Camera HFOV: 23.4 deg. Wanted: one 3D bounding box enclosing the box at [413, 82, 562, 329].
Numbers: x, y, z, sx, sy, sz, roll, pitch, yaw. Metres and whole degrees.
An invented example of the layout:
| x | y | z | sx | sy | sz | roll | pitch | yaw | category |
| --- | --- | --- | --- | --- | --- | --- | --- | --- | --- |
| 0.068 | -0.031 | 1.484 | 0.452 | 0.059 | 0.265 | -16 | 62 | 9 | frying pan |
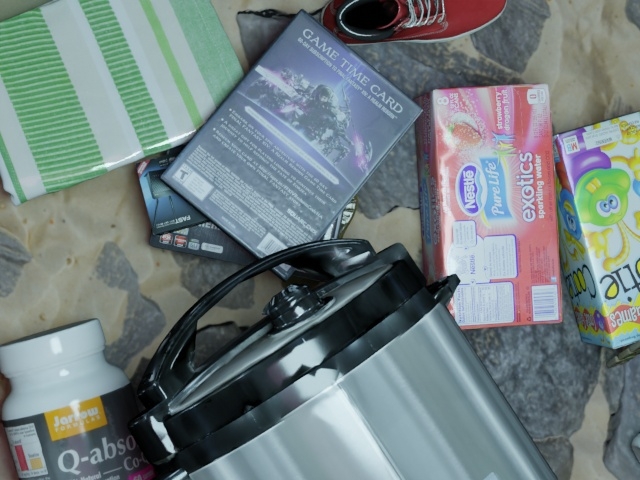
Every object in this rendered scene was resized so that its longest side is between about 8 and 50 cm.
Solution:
| x | y | z | sx | sy | sz | roll | pitch | yaw | category |
| --- | --- | --- | --- | --- | --- | --- | --- | --- | --- |
| 0.207 | -0.041 | 1.956 | 0.154 | 0.142 | 0.300 | -4 | 91 | -8 | box |

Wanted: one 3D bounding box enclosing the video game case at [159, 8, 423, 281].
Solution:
| x | y | z | sx | sy | sz | roll | pitch | yaw | category |
| --- | --- | --- | --- | --- | --- | --- | --- | --- | --- |
| -0.033 | -0.117 | 1.874 | 0.196 | 0.026 | 0.274 | 39 | 78 | -3 | video game case |

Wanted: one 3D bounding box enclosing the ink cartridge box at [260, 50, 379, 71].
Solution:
| x | y | z | sx | sy | sz | roll | pitch | yaw | category |
| --- | --- | --- | --- | --- | --- | --- | --- | --- | --- |
| -0.012 | -0.193 | 1.952 | 0.143 | 0.092 | 0.090 | 19 | 88 | -6 | ink cartridge box |

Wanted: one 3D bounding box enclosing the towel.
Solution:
| x | y | z | sx | sy | sz | roll | pitch | yaw | category |
| --- | --- | --- | --- | --- | --- | --- | --- | --- | --- |
| -0.270 | -0.204 | 1.914 | 0.324 | 0.038 | 0.248 | -22 | 76 | -8 | towel |

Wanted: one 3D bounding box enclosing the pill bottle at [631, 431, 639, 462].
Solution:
| x | y | z | sx | sy | sz | roll | pitch | yaw | category |
| --- | --- | --- | --- | --- | --- | --- | --- | --- | --- |
| 0.518 | 0.242 | 2.013 | 0.208 | 0.117 | 0.118 | -38 | 95 | -6 | pill bottle |

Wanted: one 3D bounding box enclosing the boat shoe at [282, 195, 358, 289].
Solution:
| x | y | z | sx | sy | sz | roll | pitch | yaw | category |
| --- | --- | --- | --- | --- | --- | --- | --- | --- | --- |
| -0.001 | -0.001 | 1.983 | 0.056 | 0.048 | 0.153 | 26 | 93 | -8 | boat shoe |

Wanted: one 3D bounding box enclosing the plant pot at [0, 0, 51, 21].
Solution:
| x | y | z | sx | sy | sz | roll | pitch | yaw | category |
| --- | --- | --- | --- | --- | --- | --- | --- | --- | --- |
| -0.395 | -0.365 | 1.839 | 0.274 | 0.256 | 0.256 | -35 | 95 | 10 | plant pot |

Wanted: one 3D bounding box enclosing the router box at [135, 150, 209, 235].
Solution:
| x | y | z | sx | sy | sz | roll | pitch | yaw | category |
| --- | --- | --- | --- | --- | --- | --- | --- | --- | --- |
| -0.157 | -0.065 | 1.895 | 0.122 | 0.038 | 0.092 | -16 | 86 | 5 | router box |

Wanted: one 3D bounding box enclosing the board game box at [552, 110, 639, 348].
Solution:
| x | y | z | sx | sy | sz | roll | pitch | yaw | category |
| --- | --- | --- | --- | --- | --- | --- | --- | --- | --- |
| 0.381 | -0.016 | 1.979 | 0.142 | 0.144 | 0.275 | -16 | 92 | -7 | board game box |

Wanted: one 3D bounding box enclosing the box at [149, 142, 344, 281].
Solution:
| x | y | z | sx | sy | sz | roll | pitch | yaw | category |
| --- | --- | --- | --- | --- | --- | --- | --- | --- | --- |
| -0.083 | -0.058 | 1.935 | 0.231 | 0.056 | 0.183 | 12 | 89 | 6 | box |

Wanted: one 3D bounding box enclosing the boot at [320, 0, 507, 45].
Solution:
| x | y | z | sx | sy | sz | roll | pitch | yaw | category |
| --- | --- | --- | --- | --- | --- | --- | --- | --- | --- |
| 0.131 | -0.288 | 1.926 | 0.244 | 0.176 | 0.088 | -11 | 97 | -8 | boot |

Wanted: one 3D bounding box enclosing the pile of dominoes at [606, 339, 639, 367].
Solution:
| x | y | z | sx | sy | sz | roll | pitch | yaw | category |
| --- | --- | --- | --- | --- | --- | --- | --- | --- | --- |
| 0.479 | 0.127 | 1.939 | 0.195 | 0.251 | 0.040 | -16 | 78 | -8 | pile of dominoes |

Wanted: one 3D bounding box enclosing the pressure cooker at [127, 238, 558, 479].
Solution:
| x | y | z | sx | sy | sz | roll | pitch | yaw | category |
| --- | --- | --- | --- | --- | --- | --- | --- | --- | --- |
| 0.021 | 0.212 | 1.668 | 0.375 | 0.370 | 0.420 | -33 | 92 | 22 | pressure cooker |

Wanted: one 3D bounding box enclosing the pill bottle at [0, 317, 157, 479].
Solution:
| x | y | z | sx | sy | sz | roll | pitch | yaw | category |
| --- | --- | --- | --- | --- | --- | --- | --- | --- | --- |
| -0.295 | 0.245 | 1.881 | 0.162 | 0.162 | 0.279 | -16 | 93 | -7 | pill bottle |
